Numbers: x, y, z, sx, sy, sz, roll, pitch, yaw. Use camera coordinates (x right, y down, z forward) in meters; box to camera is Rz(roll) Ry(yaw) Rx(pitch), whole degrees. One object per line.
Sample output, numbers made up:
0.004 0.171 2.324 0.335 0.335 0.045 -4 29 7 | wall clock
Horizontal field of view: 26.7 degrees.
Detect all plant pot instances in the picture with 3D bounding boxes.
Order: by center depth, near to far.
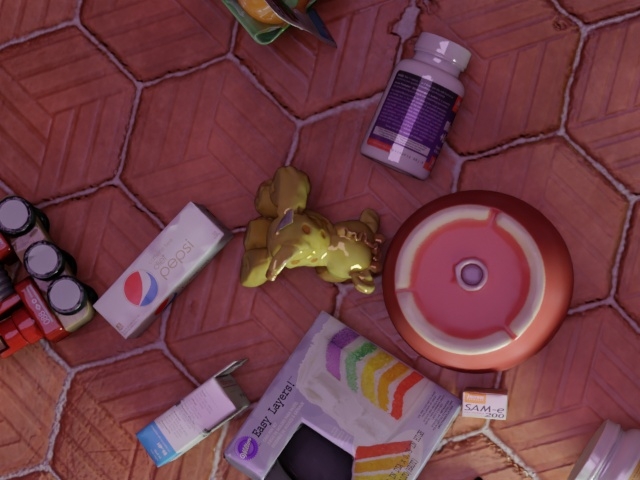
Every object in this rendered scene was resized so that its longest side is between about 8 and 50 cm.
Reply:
0.208 0.053 1.826 0.275 0.243 0.275 0 87 9 | plant pot

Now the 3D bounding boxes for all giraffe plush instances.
0.000 0.000 1.914 0.170 0.210 0.181 16 87 -19 | giraffe plush

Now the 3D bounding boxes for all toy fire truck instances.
-0.480 0.083 1.998 0.246 0.158 0.217 -34 83 -4 | toy fire truck

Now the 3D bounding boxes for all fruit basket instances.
-0.105 -0.412 1.839 0.165 0.353 0.327 -40 82 6 | fruit basket

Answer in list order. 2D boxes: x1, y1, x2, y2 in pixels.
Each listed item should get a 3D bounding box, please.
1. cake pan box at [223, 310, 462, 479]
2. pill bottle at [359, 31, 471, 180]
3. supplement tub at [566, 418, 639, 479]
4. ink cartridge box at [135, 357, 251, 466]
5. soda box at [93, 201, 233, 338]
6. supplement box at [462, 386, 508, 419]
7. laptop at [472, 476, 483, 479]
0.029 0.272 1.897 0.246 0.070 0.267 34 74 11 | cake pan box
0.140 -0.192 1.914 0.108 0.108 0.193 24 92 9 | pill bottle
0.445 0.346 1.825 0.200 0.144 0.144 32 93 9 | supplement tub
-0.168 0.247 1.947 0.180 0.104 0.060 -37 83 6 | ink cartridge box
-0.231 0.045 1.984 0.074 0.069 0.216 44 95 8 | soda box
0.231 0.228 1.887 0.062 0.098 0.036 3 88 10 | supplement box
0.192 0.518 1.926 0.264 0.136 0.234 -38 83 -20 | laptop
